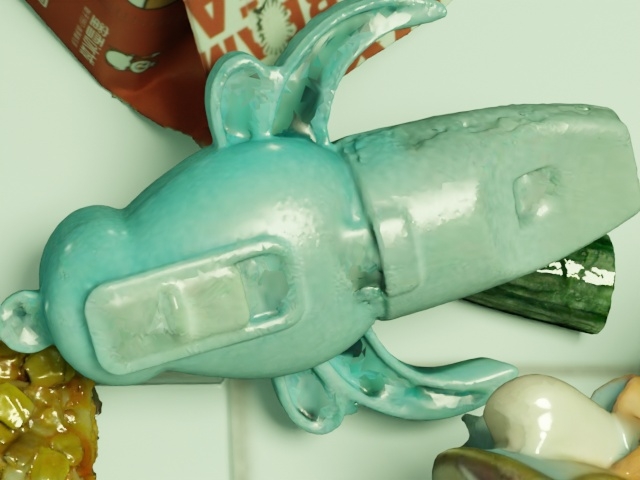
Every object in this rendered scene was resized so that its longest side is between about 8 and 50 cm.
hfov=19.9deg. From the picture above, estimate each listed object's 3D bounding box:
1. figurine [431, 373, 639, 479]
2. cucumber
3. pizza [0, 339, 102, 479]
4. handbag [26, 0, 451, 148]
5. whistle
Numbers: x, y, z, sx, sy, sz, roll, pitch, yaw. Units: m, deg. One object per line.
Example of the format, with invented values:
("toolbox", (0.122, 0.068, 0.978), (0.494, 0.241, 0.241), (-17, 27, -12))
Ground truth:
("figurine", (0.173, 0.124, 0.720), (0.388, 0.248, 0.276), (-27, 78, -8))
("cucumber", (0.081, 0.007, 0.831), (0.105, 0.048, 0.048), (15, 68, -2))
("pizza", (-0.140, 0.089, 0.766), (0.131, 0.041, 0.178), (-37, 79, -22))
("handbag", (-0.073, -0.191, 0.828), (0.298, 0.151, 0.171), (47, 63, 3))
("whistle", (0.000, 0.000, 0.758), (0.274, 0.093, 0.186), (-15, 107, -8))
